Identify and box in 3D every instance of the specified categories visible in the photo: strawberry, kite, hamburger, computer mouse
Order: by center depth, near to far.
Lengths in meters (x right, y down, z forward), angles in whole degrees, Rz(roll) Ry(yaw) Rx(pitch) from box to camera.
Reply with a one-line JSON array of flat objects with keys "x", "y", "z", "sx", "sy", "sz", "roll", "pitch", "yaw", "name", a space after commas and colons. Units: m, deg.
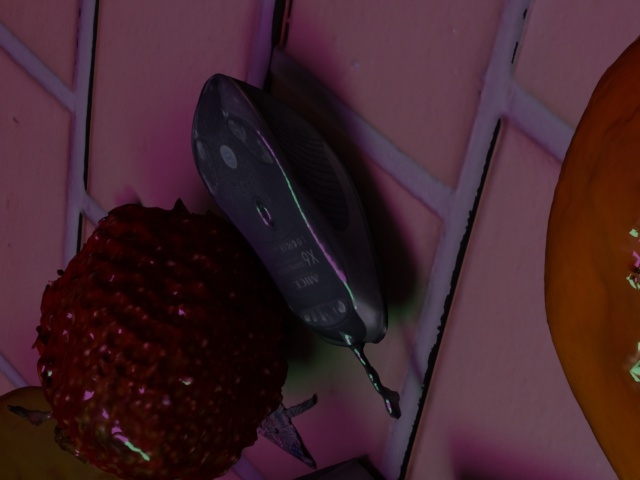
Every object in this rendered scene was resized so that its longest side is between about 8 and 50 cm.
[{"x": 0.000, "y": 0.000, "z": 1.747, "sx": 0.379, "sy": 0.090, "sz": 0.167, "roll": 62, "pitch": 153, "yaw": -7, "name": "computer mouse"}, {"x": -0.183, "y": 0.116, "z": 1.834, "sx": 0.292, "sy": 0.343, "sz": 0.292, "roll": 7, "pitch": 110, "yaw": 19, "name": "strawberry"}, {"x": -0.040, "y": 0.194, "z": 2.000, "sx": 0.139, "sy": 0.011, "sz": 0.156, "roll": 60, "pitch": 147, "yaw": 3, "name": "kite"}, {"x": -0.376, "y": 0.317, "z": 2.340, "sx": 0.170, "sy": 0.246, "sz": 0.246, "roll": -35, "pitch": 82, "yaw": 48, "name": "hamburger"}]

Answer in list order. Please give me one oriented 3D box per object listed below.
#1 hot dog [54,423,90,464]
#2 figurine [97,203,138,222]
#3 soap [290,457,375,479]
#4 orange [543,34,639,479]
[{"x": -0.211, "y": 0.231, "z": 2.129, "sx": 0.175, "sy": 0.114, "sz": 0.259, "roll": 26, "pitch": 160, "yaw": -25, "name": "hot dog"}, {"x": -0.207, "y": 0.060, "z": 2.080, "sx": 0.114, "sy": 0.108, "sz": 0.196, "roll": -33, "pitch": 66, "yaw": 47, "name": "figurine"}, {"x": -0.001, "y": 0.479, "z": 1.947, "sx": 0.435, "sy": 0.213, "sz": 0.350, "roll": 61, "pitch": 145, "yaw": 5, "name": "soap"}, {"x": 0.321, "y": 0.037, "z": 1.098, "sx": 0.424, "sy": 0.326, "sz": 0.424, "roll": 31, "pitch": 132, "yaw": 41, "name": "orange"}]
